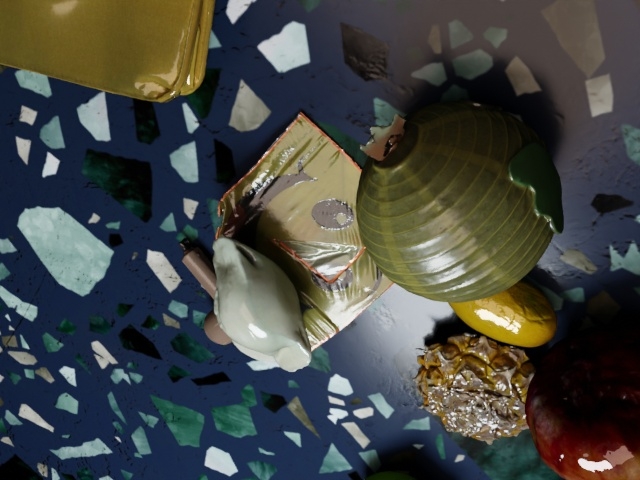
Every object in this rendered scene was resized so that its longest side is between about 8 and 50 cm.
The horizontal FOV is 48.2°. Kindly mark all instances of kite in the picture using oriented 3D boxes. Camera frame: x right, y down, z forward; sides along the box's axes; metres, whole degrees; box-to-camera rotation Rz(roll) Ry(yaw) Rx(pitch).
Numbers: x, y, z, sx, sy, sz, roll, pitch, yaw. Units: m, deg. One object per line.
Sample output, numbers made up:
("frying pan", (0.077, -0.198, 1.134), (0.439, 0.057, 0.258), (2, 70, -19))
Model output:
("kite", (0.000, 0.001, 1.061), (0.327, 0.013, 0.377), (5, 109, 8))

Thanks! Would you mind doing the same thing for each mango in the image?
("mango", (0.245, 0.088, 1.007), (0.190, 0.075, 0.098), (31, 116, 4))

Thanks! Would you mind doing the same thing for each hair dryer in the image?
("hair dryer", (-0.173, 0.074, 1.160), (0.117, 0.064, 0.181), (-37, 92, 30))

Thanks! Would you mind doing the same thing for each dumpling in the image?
("dumpling", (-0.103, 0.095, 1.053), (0.151, 0.124, 0.229), (-15, 103, 52))

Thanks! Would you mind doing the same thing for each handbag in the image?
("handbag", (-0.324, -0.363, 0.948), (0.401, 0.133, 0.283), (17, 115, 10))

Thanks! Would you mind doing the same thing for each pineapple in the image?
("pineapple", (0.237, 0.231, 1.070), (0.225, 0.076, 0.225), (12, 130, 14))

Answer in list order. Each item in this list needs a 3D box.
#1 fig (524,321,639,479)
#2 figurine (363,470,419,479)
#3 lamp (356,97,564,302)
("fig", (0.403, 0.227, 0.947), (0.263, 0.224, 0.224), (11, 121, -11))
("figurine", (0.104, 0.485, 1.233), (0.162, 0.143, 0.263), (48, 138, 0))
("lamp", (0.143, -0.058, 0.853), (0.250, 0.250, 0.284), (-33, 131, 30))
